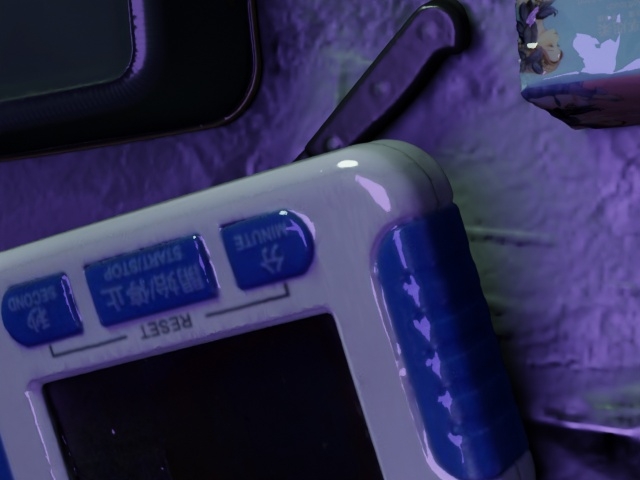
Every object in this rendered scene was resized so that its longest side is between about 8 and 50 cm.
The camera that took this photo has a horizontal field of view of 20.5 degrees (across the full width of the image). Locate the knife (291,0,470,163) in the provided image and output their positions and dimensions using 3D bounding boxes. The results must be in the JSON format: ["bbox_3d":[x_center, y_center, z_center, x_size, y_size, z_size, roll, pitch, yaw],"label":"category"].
[{"bbox_3d":[0.000,0.000,0.804,0.072,0.019,0.245,44,111,14],"label":"knife"}]

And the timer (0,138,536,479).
[{"bbox_3d":[-0.040,0.066,0.780,0.253,0.078,0.178,-14,94,28],"label":"timer"}]

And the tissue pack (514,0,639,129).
[{"bbox_3d":[0.133,-0.080,0.704,0.094,0.074,0.059,-5,81,27],"label":"tissue pack"}]

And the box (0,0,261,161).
[{"bbox_3d":[-0.138,-0.114,0.827,0.201,0.090,0.144,-6,89,26],"label":"box"}]
